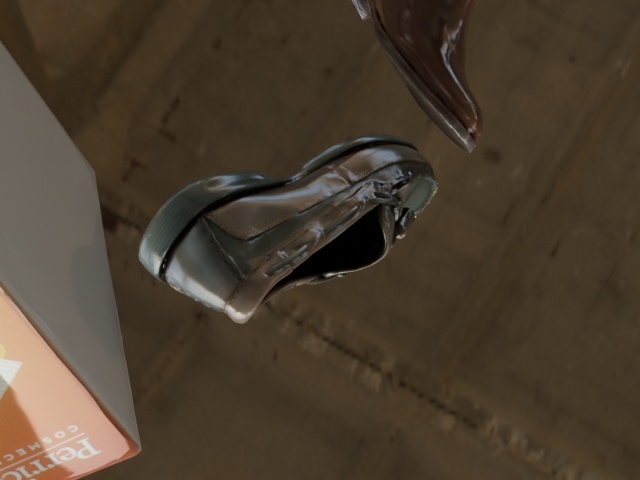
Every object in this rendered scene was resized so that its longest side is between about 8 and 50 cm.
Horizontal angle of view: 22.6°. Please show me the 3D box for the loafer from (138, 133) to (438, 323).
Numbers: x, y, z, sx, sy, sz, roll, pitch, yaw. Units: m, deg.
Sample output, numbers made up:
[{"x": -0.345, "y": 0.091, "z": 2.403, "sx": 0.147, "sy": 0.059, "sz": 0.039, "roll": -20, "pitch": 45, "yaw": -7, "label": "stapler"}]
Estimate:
[{"x": 0.000, "y": 0.000, "z": 1.002, "sx": 0.084, "sy": 0.096, "sz": 0.267, "roll": 43, "pitch": -148, "yaw": 22, "label": "loafer"}]

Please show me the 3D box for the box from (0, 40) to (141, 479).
[{"x": -0.240, "y": -0.033, "z": 0.577, "sx": 0.215, "sy": 0.345, "sz": 0.168, "roll": -23, "pitch": -132, "yaw": 7, "label": "box"}]

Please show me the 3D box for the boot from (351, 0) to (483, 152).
[{"x": 0.068, "y": -0.097, "z": 0.547, "sx": 0.114, "sy": 0.037, "sz": 0.106, "roll": -31, "pitch": -118, "yaw": 4, "label": "boot"}]
